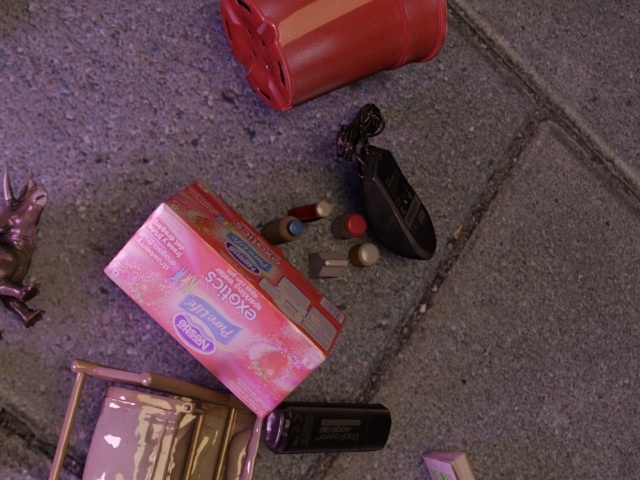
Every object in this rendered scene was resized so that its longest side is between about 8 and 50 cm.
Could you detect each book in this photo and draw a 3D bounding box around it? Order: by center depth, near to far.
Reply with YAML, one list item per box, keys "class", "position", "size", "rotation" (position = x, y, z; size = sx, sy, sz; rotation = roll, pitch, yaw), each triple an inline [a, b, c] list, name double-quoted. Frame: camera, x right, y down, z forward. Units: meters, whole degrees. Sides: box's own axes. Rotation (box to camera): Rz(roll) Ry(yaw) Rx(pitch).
- class: "book"
  position: [0.226, 0.418, 1.419]
  size: [0.035, 0.096, 0.144]
  rotation: [-25, 94, -26]

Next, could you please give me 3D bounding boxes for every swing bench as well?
- class: "swing bench"
  position: [-0.223, 0.315, 1.170]
  size: [0.254, 0.165, 0.253]
  rotation: [28, 70, -48]

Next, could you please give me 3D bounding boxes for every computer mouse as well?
- class: "computer mouse"
  position: [0.100, -0.080, 1.417]
  size: [0.272, 0.072, 0.188]
  rotation: [60, 29, -13]

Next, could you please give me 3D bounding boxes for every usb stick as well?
- class: "usb stick"
  position: [0.018, 0.283, 1.303]
  size: [0.278, 0.045, 0.077]
  rotation: [15, 86, -51]

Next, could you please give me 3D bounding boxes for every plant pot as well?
- class: "plant pot"
  position: [0.008, -0.345, 1.324]
  size: [0.265, 0.272, 0.272]
  rotation: [-31, 97, -18]

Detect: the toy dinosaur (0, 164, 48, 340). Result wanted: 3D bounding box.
- class: "toy dinosaur"
  position: [-0.466, 0.058, 1.132]
  size: [0.313, 0.121, 0.160]
  rotation: [-37, 72, -15]

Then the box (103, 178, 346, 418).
- class: "box"
  position: [-0.126, 0.077, 1.201]
  size: [0.300, 0.154, 0.142]
  rotation: [43, 109, -3]

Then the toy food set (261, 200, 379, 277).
- class: "toy food set"
  position: [0.000, 0.000, 1.353]
  size: [0.232, 0.104, 0.111]
  rotation: [3, 83, -25]
